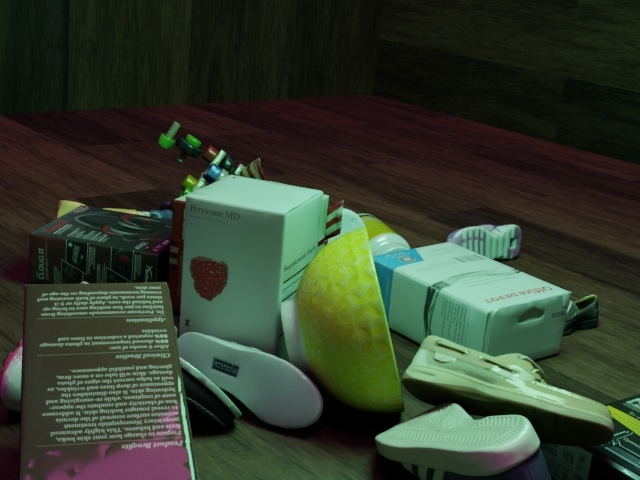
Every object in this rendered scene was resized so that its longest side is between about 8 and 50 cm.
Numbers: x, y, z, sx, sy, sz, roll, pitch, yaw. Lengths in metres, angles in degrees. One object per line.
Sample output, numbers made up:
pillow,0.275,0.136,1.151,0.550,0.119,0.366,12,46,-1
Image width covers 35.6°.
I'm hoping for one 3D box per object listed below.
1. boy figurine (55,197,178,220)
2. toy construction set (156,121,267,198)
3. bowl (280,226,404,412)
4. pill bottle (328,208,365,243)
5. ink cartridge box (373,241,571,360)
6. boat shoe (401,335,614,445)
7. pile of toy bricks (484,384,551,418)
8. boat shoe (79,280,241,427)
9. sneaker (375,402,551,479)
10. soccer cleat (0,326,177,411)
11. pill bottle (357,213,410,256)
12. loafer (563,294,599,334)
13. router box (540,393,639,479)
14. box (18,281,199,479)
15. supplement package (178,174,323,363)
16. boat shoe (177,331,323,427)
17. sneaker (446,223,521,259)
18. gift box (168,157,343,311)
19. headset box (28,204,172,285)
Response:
boy figurine,-0.449,-0.045,2.191,0.285,0.092,0.177,-1,-3,-33
toy construction set,-0.229,-0.056,2.174,0.309,0.237,0.257,27,12,-40
bowl,0.025,0.134,1.532,0.156,0.289,0.289,-11,18,3
pill bottle,0.000,0.000,2.093,0.117,0.117,0.215,-4,-3,-28
ink cartridge box,0.268,0.118,1.852,0.223,0.128,0.307,-8,22,-38
boat shoe,0.261,0.199,1.373,0.302,0.109,0.098,11,59,33
pile of toy bricks,0.269,0.255,1.461,0.212,0.105,0.118,3,18,-8
boat shoe,-0.252,0.185,1.438,0.303,0.091,0.114,38,-16,-1
sneaker,0.182,0.305,1.288,0.131,0.148,0.350,-25,4,-16
soccer cleat,-0.339,0.174,1.513,0.143,0.116,0.331,12,18,21
pill bottle,0.121,0.027,2.111,0.119,0.119,0.208,-1,18,-20
loafer,0.478,0.143,1.948,0.170,0.061,0.062,-9,24,-37
router box,0.488,0.323,1.354,0.243,0.080,0.309,-7,22,-34
box,-0.259,0.218,1.190,0.191,0.143,0.381,0,35,-15
supplement package,-0.117,0.059,1.650,0.178,0.292,0.175,11,18,18
boat shoe,-0.102,0.212,1.523,0.268,0.096,0.088,15,0,28
sneaker,0.361,0.005,2.315,0.236,0.095,0.105,-5,13,-43
gift box,-0.117,0.002,1.883,0.255,0.276,0.258,17,19,18
headset box,-0.420,0.022,1.974,0.293,0.110,0.218,9,19,12
